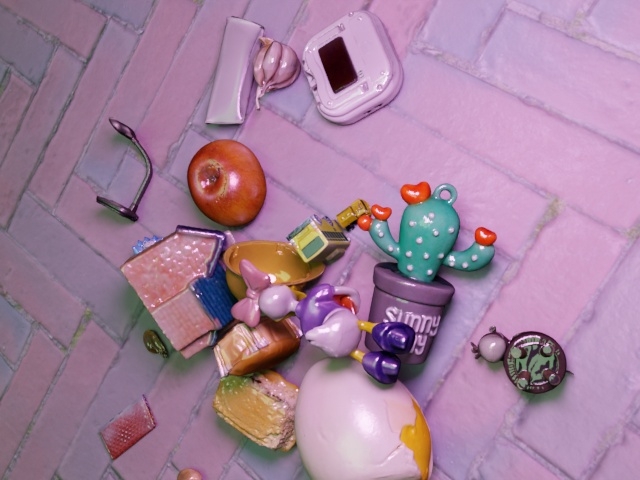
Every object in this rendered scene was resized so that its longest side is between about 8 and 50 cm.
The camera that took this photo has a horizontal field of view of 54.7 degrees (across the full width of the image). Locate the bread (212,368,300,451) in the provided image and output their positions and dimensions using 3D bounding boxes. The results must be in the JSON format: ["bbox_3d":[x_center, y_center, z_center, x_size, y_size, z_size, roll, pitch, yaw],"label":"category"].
[{"bbox_3d":[-0.151,0.415,1.555,0.245,0.121,0.174,24,104,22],"label":"bread"}]

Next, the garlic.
[{"bbox_3d":[-0.131,-0.438,1.637,0.127,0.131,0.194,21,85,29],"label":"garlic"}]

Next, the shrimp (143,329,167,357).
[{"bbox_3d":[-0.480,0.306,1.787,0.108,0.023,0.059,50,115,22],"label":"shrimp"}]

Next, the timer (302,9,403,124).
[{"bbox_3d":[0.074,-0.438,1.562,0.237,0.087,0.262,-26,73,22],"label":"timer"}]

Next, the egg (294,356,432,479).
[{"bbox_3d":[0.084,0.413,1.353,0.283,0.283,0.345,-40,57,17],"label":"egg"}]

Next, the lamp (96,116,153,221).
[{"bbox_3d":[-0.575,-0.209,1.804,0.124,0.203,0.283,11,85,8],"label":"lamp"}]

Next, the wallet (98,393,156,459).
[{"bbox_3d":[-0.561,0.544,1.799,0.196,0.020,0.103,-40,68,17],"label":"wallet"}]

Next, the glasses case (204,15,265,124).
[{"bbox_3d":[-0.232,-0.461,1.722,0.128,0.083,0.308,13,90,21],"label":"glasses case"}]

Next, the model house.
[{"bbox_3d":[-0.321,0.107,1.637,0.280,0.245,0.312,-34,97,-9],"label":"model house"}]

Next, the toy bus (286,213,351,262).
[{"bbox_3d":[0.000,0.000,1.502,0.088,0.175,0.101,-41,75,17],"label":"toy bus"}]

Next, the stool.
[{"bbox_3d":[0.419,0.245,1.295,0.217,0.121,0.125,20,95,22],"label":"stool"}]

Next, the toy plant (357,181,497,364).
[{"bbox_3d":[0.223,0.067,1.367,0.279,0.185,0.400,19,100,31],"label":"toy plant"}]

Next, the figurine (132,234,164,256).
[{"bbox_3d":[-0.493,0.024,1.794,0.114,0.079,0.114,-2,57,3],"label":"figurine"}]

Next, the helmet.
[{"bbox_3d":[-0.128,0.103,1.540,0.205,0.257,0.140,49,131,47],"label":"helmet"}]

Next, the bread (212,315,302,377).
[{"bbox_3d":[-0.145,0.255,1.500,0.136,0.241,0.107,-40,73,17],"label":"bread"}]

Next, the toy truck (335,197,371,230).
[{"bbox_3d":[0.084,-0.066,1.531,0.083,0.054,0.049,-35,70,18],"label":"toy truck"}]

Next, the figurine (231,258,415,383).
[{"bbox_3d":[-0.004,0.172,1.313,0.421,0.193,0.154,24,108,35],"label":"figurine"}]

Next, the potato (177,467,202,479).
[{"bbox_3d":[-0.355,0.647,1.663,0.083,0.068,0.062,25,135,41],"label":"potato"}]

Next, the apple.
[{"bbox_3d":[-0.253,-0.153,1.643,0.210,0.173,0.235,-46,68,15],"label":"apple"}]
